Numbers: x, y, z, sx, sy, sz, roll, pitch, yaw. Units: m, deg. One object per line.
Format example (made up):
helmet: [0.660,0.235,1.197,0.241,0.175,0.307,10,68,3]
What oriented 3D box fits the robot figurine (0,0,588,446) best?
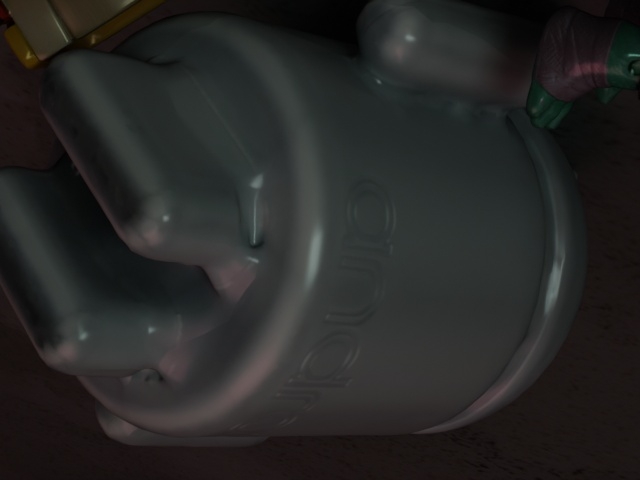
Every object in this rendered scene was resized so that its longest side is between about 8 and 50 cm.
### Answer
robot figurine: [0.000,0.000,0.815,0.353,0.199,0.300,6,134,-47]

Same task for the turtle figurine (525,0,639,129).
turtle figurine: [0.216,-0.053,0.673,0.234,0.118,0.175,19,-173,28]

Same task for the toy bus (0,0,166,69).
toy bus: [-0.138,-0.178,0.737,0.191,0.202,0.104,15,-172,1]
